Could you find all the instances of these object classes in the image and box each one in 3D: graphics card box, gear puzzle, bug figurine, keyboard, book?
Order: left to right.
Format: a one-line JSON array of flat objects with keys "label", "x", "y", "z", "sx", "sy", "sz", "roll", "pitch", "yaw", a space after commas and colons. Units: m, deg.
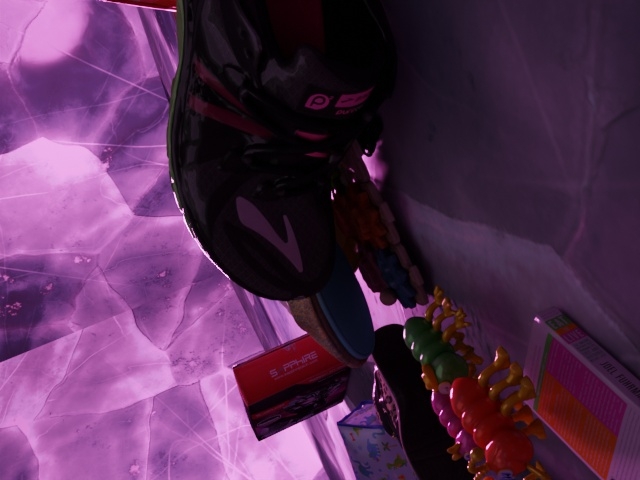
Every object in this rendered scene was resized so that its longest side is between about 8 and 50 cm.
[{"label": "graphics card box", "x": -0.059, "y": 0.320, "z": 1.478, "sx": 0.094, "sy": 0.233, "sz": 0.371, "roll": 62, "pitch": 165, "yaw": 23}, {"label": "gear puzzle", "x": 0.022, "y": -0.068, "z": 0.815, "sx": 0.339, "sy": 0.044, "sz": 0.175, "roll": 64, "pitch": 170, "yaw": -7}, {"label": "keyboard", "x": 0.037, "y": -0.150, "z": 0.755, "sx": 0.180, "sy": 0.023, "sz": 0.108, "roll": 111, "pitch": 135, "yaw": -73}, {"label": "bug figurine", "x": 0.150, "y": 0.176, "z": 0.617, "sx": 0.279, "sy": 0.072, "sz": 0.216, "roll": 62, "pitch": 178, "yaw": -40}, {"label": "book", "x": 0.208, "y": 0.128, "z": 0.499, "sx": 0.144, "sy": 0.035, "sz": 0.096, "roll": -128, "pitch": 23, "yaw": -49}]

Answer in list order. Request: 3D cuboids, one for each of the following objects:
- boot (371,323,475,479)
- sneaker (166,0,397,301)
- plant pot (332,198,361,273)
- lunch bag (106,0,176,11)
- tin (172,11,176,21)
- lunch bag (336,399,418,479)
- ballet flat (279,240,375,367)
[{"label": "boot", "x": 0.131, "y": 0.248, "z": 0.909, "sx": 0.178, "sy": 0.085, "sz": 0.236, "roll": 84, "pitch": 166, "yaw": -58}, {"label": "sneaker", "x": -0.039, "y": -0.131, "z": 0.642, "sx": 0.202, "sy": 0.185, "sz": 0.482, "roll": 35, "pitch": 137, "yaw": 46}, {"label": "plant pot", "x": 0.000, "y": 0.000, "z": 0.970, "sx": 0.095, "sy": 0.134, "sz": 0.134, "roll": -38, "pitch": -73, "yaw": -79}, {"label": "lunch bag", "x": -0.195, "y": -0.362, "z": 0.853, "sx": 0.293, "sy": 0.258, "sz": 0.120, "roll": -107, "pitch": 27, "yaw": -60}, {"label": "tin", "x": -0.181, "y": -0.363, "z": 1.103, "sx": 0.189, "sy": 0.106, "sz": 0.040, "roll": 71, "pitch": 167, "yaw": -16}, {"label": "lunch bag", "x": 0.119, "y": 0.331, "z": 1.082, "sx": 0.151, "sy": 0.096, "sz": 0.128, "roll": -10, "pitch": 104, "yaw": 47}, {"label": "ballet flat", "x": -0.038, "y": 0.007, "z": 0.878, "sx": 0.348, "sy": 0.123, "sz": 0.123, "roll": 67, "pitch": 167, "yaw": -3}]
